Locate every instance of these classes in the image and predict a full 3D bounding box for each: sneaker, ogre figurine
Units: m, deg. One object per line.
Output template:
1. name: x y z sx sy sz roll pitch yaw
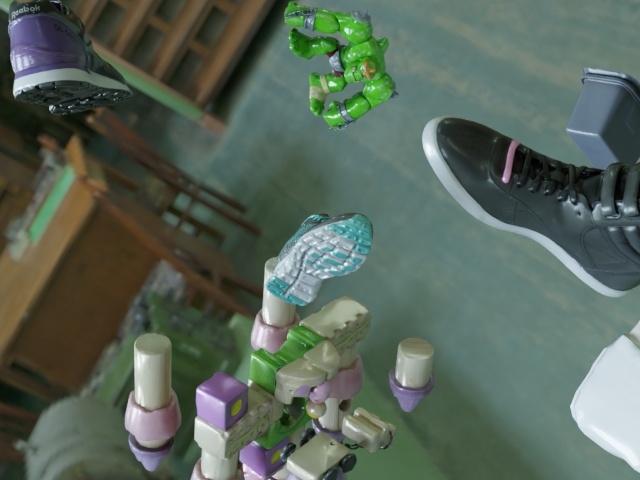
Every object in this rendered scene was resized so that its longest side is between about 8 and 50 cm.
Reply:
1. sneaker: -0.301 -0.228 1.610 0.283 0.107 0.124 17 -119 -87
2. sneaker: 0.000 0.000 1.286 0.166 0.065 0.076 -35 32 52
3. sneaker: 0.249 -0.057 1.321 0.147 0.296 0.104 -34 29 52
4. ogre figurine: 0.032 -0.248 1.839 0.118 0.197 0.097 -10 14 21

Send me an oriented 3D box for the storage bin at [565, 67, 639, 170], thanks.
1. storage bin: 0.388 -0.149 1.751 0.098 0.135 0.091 16 73 43

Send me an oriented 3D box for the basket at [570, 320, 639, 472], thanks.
1. basket: 0.348 0.080 0.547 0.331 0.328 0.266 36 97 41

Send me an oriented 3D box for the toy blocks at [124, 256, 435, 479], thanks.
1. toy blocks: -0.037 0.230 1.556 0.288 0.309 0.260 -30 -43 -41
